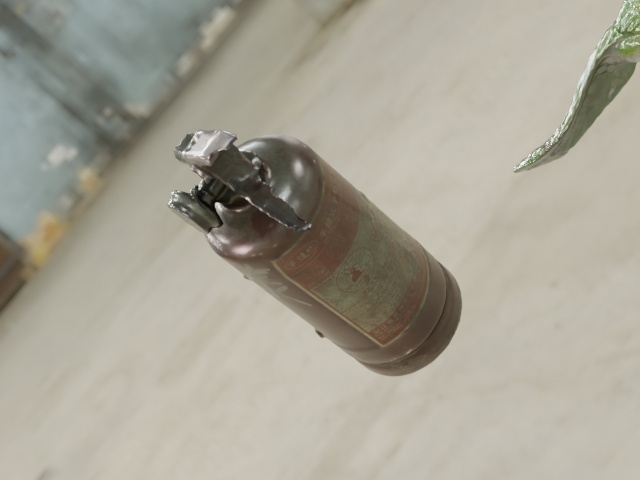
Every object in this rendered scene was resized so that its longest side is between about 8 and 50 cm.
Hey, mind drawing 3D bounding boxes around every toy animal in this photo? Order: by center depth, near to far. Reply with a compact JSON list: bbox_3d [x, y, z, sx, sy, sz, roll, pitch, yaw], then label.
[{"bbox_3d":[0.167,-0.082,1.011,0.217,0.041,0.075,-59,41,41],"label":"toy animal"}]

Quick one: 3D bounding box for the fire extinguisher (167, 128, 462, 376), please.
[{"bbox_3d":[0.000,-0.007,0.996,0.106,0.252,0.075,4,67,35],"label":"fire extinguisher"}]
